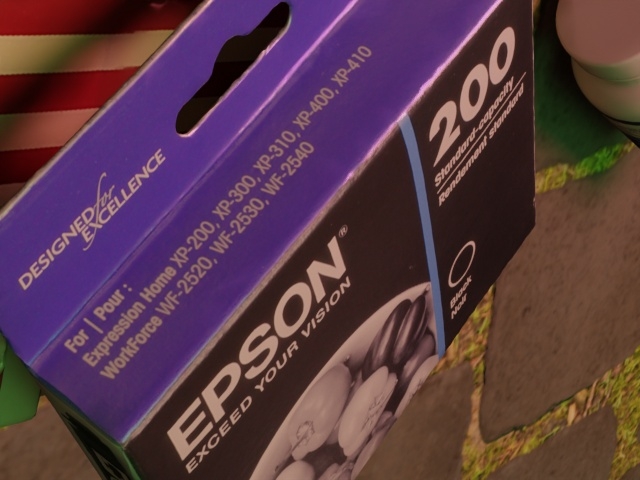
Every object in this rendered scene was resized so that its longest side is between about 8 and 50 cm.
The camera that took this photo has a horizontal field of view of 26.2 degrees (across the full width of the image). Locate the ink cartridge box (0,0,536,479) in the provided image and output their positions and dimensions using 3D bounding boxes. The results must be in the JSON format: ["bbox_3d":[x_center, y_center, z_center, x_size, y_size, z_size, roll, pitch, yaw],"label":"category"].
[{"bbox_3d":[0.000,0.000,0.444,0.206,0.045,0.208,-51,150,-22],"label":"ink cartridge box"}]

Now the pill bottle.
[{"bbox_3d":[0.241,-0.126,0.965,0.187,0.112,0.112,28,92,-53],"label":"pill bottle"}]

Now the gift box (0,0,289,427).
[{"bbox_3d":[-0.108,-0.072,0.495,0.258,0.255,0.276,-9,116,-48],"label":"gift box"}]
